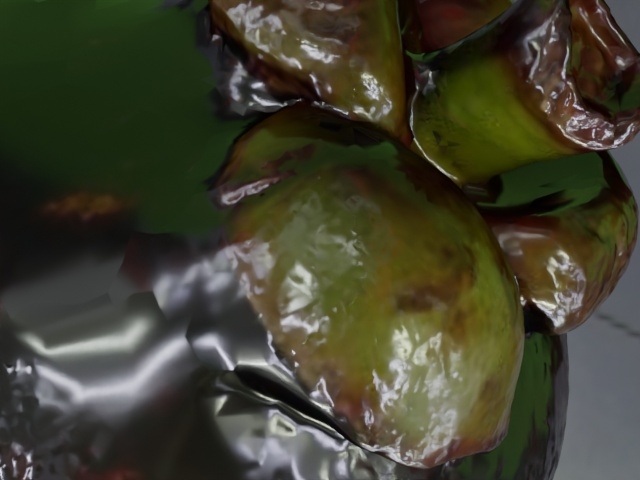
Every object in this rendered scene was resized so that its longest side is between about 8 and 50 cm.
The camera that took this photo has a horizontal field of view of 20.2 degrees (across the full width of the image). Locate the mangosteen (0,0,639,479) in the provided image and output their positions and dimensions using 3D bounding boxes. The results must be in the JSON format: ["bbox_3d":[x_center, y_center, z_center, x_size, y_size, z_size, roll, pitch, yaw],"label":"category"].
[{"bbox_3d":[-0.022,0.021,0.571,0.287,0.287,0.233,-8,100,27],"label":"mangosteen"}]
